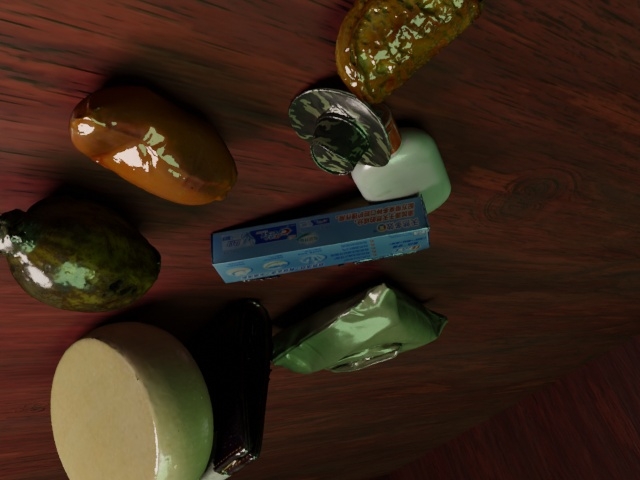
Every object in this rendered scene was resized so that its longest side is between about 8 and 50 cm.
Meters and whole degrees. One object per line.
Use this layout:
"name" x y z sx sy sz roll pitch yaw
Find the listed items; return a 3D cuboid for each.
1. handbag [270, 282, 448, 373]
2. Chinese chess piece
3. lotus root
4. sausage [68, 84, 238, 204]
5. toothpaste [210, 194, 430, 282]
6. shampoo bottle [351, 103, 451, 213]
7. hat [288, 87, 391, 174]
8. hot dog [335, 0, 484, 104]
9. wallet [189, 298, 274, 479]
"handbag" 0.071 0.169 1.164 0.253 0.109 0.316 -27 157 19
"Chinese chess piece" -0.267 0.247 0.910 0.273 0.273 0.102 -40 160 32
"lotus root" -0.250 0.018 0.675 0.120 0.120 0.209 -32 153 19
"sausage" -0.153 -0.089 0.606 0.089 0.089 0.179 -33 146 21
"toothpaste" 0.000 0.000 0.829 0.272 0.053 0.066 -10 150 6
"shampoo bottle" 0.092 -0.090 0.787 0.108 0.051 0.221 -22 152 11
"hat" 0.016 -0.102 0.678 0.121 0.050 0.121 19 152 10
"hot dog" 0.077 -0.191 0.591 0.147 0.065 0.099 -42 146 14
"wallet" -0.164 0.244 0.993 0.071 0.262 0.221 30 127 -31
